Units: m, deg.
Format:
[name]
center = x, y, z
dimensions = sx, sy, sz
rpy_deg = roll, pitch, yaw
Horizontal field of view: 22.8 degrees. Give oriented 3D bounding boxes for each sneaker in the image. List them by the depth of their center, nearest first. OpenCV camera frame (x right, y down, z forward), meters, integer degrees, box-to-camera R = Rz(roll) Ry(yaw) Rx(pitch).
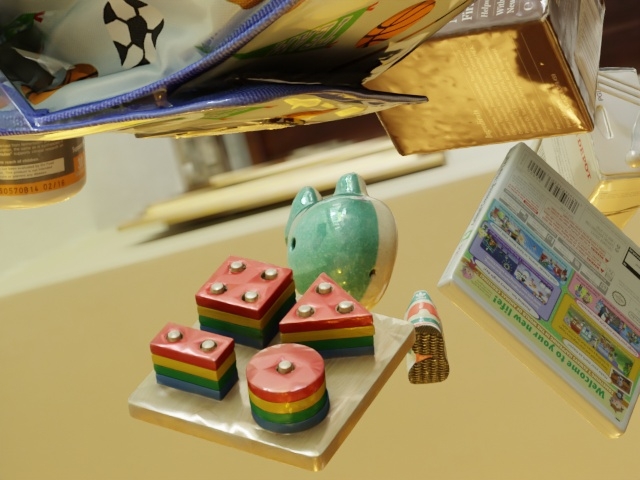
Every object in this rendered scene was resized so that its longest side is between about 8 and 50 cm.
[sneaker]
center = 0.138, 0.127, 2.071
dimensions = 0.161, 0.057, 0.075
rpy_deg = 80, -172, -56

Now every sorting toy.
[sorting toy]
center = -0.057, 0.126, 1.855
dimensions = 0.257, 0.255, 0.089
rpy_deg = -49, -37, -45

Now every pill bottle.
[pill bottle]
center = -0.370, -0.190, 1.916
dimensions = 0.162, 0.162, 0.278
rpy_deg = -86, -5, -69

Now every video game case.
[video game case]
center = 0.218, 0.042, 1.416
dimensions = 0.212, 0.023, 0.193
rpy_deg = 41, -131, -11

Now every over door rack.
[over door rack]
center = 0.354, -0.057, 1.896
dimensions = 0.108, 0.240, 0.324
rpy_deg = -38, -30, -84

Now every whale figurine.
[whale figurine]
center = 0.000, 0.000, 2.291
dimensions = 0.272, 0.141, 0.216
rpy_deg = 39, 116, 57

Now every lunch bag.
[lunch bag]
center = -0.017, -0.191, 0.910
dimensions = 0.239, 0.385, 0.328
rpy_deg = 54, -161, 8

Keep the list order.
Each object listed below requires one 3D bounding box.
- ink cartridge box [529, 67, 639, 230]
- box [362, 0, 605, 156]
[ink cartridge box]
center = 0.348, -0.100, 2.036
dimensions = 0.218, 0.092, 0.158
rpy_deg = 108, 154, -63
[box]
center = 0.152, -0.204, 1.525
dimensions = 0.167, 0.203, 0.168
rpy_deg = 56, -144, -47
